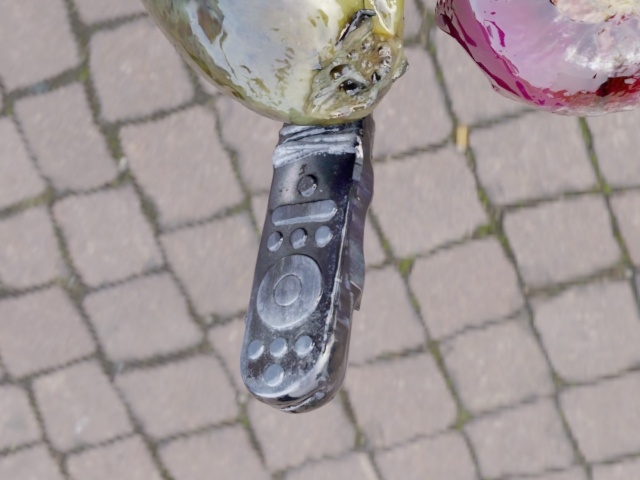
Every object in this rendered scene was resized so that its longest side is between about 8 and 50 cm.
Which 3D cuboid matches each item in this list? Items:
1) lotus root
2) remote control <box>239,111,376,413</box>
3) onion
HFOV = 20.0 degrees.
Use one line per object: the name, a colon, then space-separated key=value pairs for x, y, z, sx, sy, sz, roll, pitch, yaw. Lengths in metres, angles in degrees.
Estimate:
lotus root: x=-0.054 y=-0.193 z=1.308 sx=0.152 sy=0.275 sz=0.160 roll=-4 pitch=131 yaw=-37
remote control: x=0.000 y=0.000 z=1.327 sx=0.090 sy=0.266 sz=0.066 roll=-3 pitch=155 yaw=30
onion: x=0.112 y=-0.152 z=0.927 sx=0.135 sy=0.198 sz=0.173 roll=-6 pitch=104 yaw=-12
